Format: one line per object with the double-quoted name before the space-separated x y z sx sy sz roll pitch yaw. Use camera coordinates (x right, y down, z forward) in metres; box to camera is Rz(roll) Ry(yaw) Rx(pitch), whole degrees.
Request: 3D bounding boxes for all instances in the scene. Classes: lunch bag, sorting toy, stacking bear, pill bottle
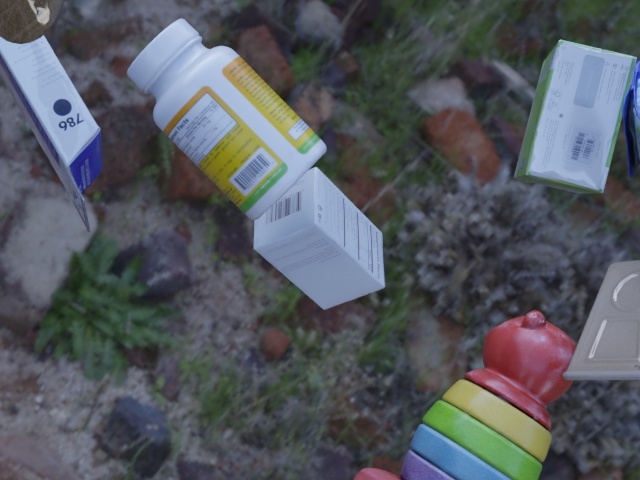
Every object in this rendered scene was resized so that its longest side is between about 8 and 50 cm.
"lunch bag" 0.408 -0.123 1.397 0.096 0.129 0.151 -17 44 4
"sorting toy" 0.395 0.091 1.350 0.038 0.193 0.208 58 48 -26
"stacking bear" 0.203 0.221 1.416 0.175 0.289 0.164 35 -6 -31
"pill bottle" -0.122 -0.156 1.492 0.245 0.136 0.136 46 37 -4

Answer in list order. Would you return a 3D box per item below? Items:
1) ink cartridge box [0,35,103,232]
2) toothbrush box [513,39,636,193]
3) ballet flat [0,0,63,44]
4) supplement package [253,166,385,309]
"ink cartridge box" -0.343 -0.180 1.460 0.065 0.165 0.332 -28 84 -14
"toothbrush box" 0.390 -0.184 1.846 0.122 0.206 0.283 14 3 4
"ballet flat" -0.275 -0.354 1.064 0.116 0.342 0.124 12 5 9
"supplement package" 0.000 0.000 1.657 0.179 0.105 0.105 44 34 -42
